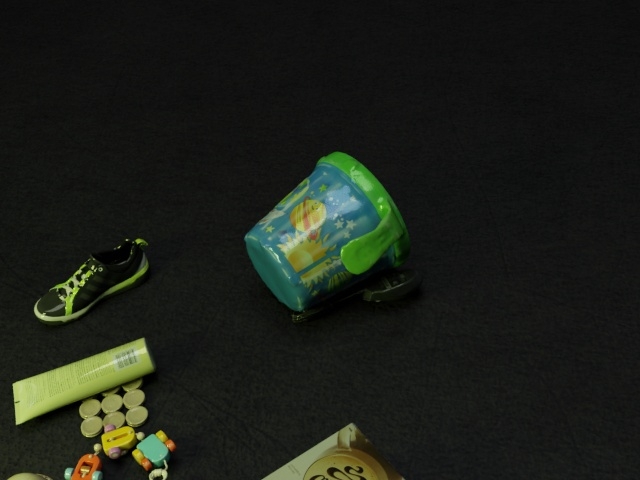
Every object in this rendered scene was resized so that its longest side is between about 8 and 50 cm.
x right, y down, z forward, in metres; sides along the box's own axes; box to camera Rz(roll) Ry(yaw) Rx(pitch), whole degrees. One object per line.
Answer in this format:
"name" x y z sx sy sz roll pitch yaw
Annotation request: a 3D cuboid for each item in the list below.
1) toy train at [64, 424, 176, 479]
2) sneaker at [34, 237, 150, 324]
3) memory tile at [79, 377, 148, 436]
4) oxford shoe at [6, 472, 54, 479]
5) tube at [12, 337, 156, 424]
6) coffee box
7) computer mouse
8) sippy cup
"toy train" -0.304 0.350 1.597 0.166 0.046 0.125 0 45 13
"sneaker" -0.422 0.063 1.871 0.235 0.097 0.084 -30 48 -22
"memory tile" -0.349 0.261 1.717 0.113 0.012 0.148 -13 44 -5
"oxford shoe" -0.386 0.431 1.200 0.141 0.146 0.396 -3 46 6
"tube" -0.395 0.230 1.710 0.240 0.062 0.070 -20 1 -5
"coffee box" 0.070 0.419 1.416 0.168 0.118 0.297 -28 47 -21
"computer mouse" 0.067 0.107 1.804 0.242 0.041 0.071 -17 20 0
"sippy cup" 0.000 0.000 1.791 0.224 0.305 0.240 -36 75 -18
